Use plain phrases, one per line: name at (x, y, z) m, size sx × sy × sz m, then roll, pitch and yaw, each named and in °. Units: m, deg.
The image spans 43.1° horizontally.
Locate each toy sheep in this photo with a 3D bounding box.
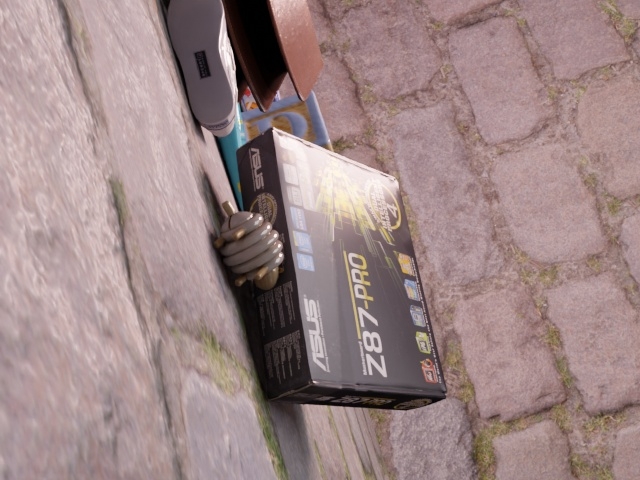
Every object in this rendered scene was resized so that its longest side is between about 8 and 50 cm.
toy sheep at (-0.095, 0.007, 1.075) m, size 0.091 × 0.091 × 0.132 m, roll -98°, pitch 164°, yaw -76°

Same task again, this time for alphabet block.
alphabet block at (-0.065, -0.174, 1.770) m, size 0.197 × 0.194 × 0.192 m, roll 69°, pitch 5°, yaw -49°

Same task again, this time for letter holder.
letter holder at (-0.125, -0.367, 1.454) m, size 0.301 × 0.152 × 0.214 m, roll 71°, pitch 33°, yaw -48°

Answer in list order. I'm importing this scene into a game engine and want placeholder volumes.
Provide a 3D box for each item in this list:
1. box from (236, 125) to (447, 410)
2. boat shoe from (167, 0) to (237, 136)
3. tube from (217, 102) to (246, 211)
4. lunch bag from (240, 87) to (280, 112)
box at (0.032, 0.053, 1.237) m, size 0.318 × 0.097 × 0.394 m, roll 16°, pitch 56°, yaw -44°
boat shoe at (-0.186, -0.288, 1.294) m, size 0.084 × 0.095 × 0.258 m, roll 78°, pitch 5°, yaw -76°
tube at (-0.148, -0.137, 1.432) m, size 0.080 × 0.052 × 0.207 m, roll -30°, pitch 108°, yaw -78°
lunch bag at (-0.179, -0.434, 2.098) m, size 0.243 × 0.115 × 0.303 m, roll 68°, pitch 5°, yaw -84°
